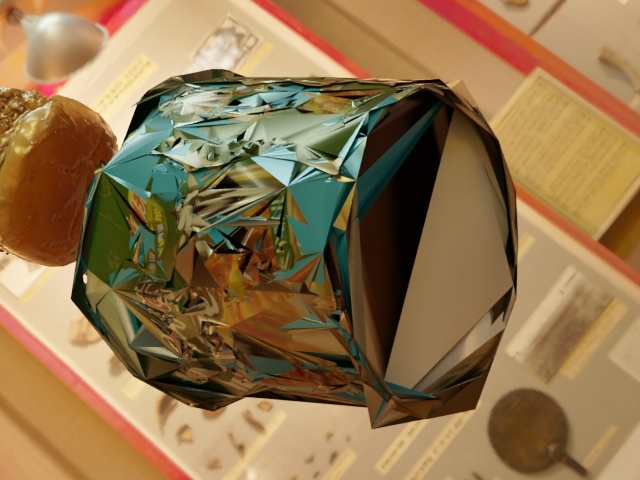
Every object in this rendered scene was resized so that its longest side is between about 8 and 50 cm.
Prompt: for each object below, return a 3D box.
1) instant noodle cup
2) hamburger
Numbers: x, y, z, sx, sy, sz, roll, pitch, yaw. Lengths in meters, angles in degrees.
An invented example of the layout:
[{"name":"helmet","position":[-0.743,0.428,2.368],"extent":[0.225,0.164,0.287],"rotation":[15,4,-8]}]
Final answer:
[{"name":"instant noodle cup","position":[0.000,0.000,0.520],"extent":[0.240,0.178,0.240],"rotation":[-3,-86,-49]},{"name":"hamburger","position":[-0.366,-0.081,1.102],"extent":[0.244,0.163,0.244],"rotation":[11,-90,-69]}]
